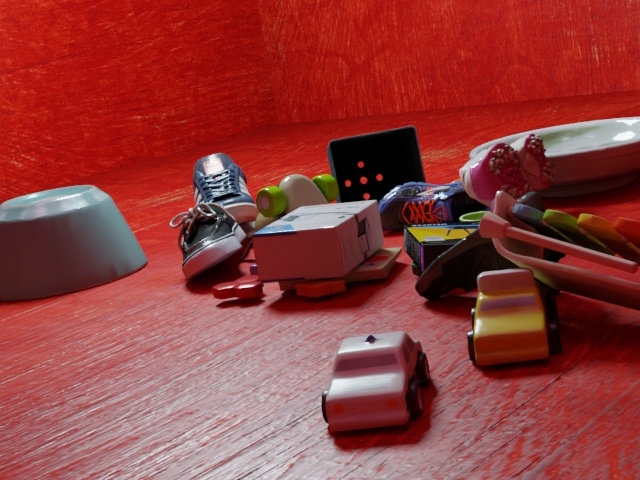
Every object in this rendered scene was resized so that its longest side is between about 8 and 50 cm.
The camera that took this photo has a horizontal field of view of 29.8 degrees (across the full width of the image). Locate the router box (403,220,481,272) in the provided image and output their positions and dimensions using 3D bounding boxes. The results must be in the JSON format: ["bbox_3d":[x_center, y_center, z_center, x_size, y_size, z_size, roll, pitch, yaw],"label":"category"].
[{"bbox_3d":[0.221,0.007,1.747,0.179,0.046,0.133,-2,14,-8],"label":"router box"}]

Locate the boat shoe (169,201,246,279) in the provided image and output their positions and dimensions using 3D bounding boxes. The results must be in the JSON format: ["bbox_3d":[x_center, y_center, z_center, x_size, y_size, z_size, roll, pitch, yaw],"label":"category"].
[{"bbox_3d":[-0.196,-0.014,2.081,0.113,0.105,0.306,-31,6,11],"label":"boat shoe"}]

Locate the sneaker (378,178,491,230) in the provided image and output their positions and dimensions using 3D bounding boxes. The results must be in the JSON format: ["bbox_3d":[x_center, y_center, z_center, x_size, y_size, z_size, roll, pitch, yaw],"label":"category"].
[{"bbox_3d":[0.204,-0.063,2.132,0.221,0.083,0.087,-14,19,-2],"label":"sneaker"}]

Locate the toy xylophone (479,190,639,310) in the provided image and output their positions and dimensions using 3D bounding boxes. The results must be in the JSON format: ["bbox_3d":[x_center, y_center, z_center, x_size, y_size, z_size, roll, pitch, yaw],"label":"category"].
[{"bbox_3d":[0.318,0.013,1.321,0.323,0.081,0.236,16,-9,35],"label":"toy xylophone"}]

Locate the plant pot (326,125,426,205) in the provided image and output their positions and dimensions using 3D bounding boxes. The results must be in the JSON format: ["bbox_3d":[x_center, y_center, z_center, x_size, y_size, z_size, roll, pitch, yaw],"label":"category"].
[{"bbox_3d":[0.100,-0.119,2.314,0.166,0.165,0.234,-11,3,-4],"label":"plant pot"}]

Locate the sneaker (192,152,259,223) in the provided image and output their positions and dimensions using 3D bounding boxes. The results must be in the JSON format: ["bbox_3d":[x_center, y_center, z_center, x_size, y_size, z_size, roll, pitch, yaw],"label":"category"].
[{"bbox_3d":[-0.202,-0.099,2.397,0.131,0.148,0.350,-13,4,-8],"label":"sneaker"}]

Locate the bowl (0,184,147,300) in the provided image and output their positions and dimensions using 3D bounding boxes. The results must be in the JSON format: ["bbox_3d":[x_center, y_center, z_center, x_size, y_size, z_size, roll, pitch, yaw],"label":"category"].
[{"bbox_3d":[-0.491,-0.006,2.236,0.312,0.163,0.311,-10,12,2],"label":"bowl"}]

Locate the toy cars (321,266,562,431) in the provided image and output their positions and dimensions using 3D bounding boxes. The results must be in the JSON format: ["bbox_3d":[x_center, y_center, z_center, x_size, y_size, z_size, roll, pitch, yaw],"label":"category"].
[{"bbox_3d":[0.135,0.102,1.305,0.394,0.087,0.176,-18,13,-37],"label":"toy cars"}]

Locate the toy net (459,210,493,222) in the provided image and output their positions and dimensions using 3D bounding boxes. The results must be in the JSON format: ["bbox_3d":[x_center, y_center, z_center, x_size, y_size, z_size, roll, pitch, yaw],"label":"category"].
[{"bbox_3d":[0.317,-0.041,1.998,0.122,0.045,0.232,-5,11,24],"label":"toy net"}]

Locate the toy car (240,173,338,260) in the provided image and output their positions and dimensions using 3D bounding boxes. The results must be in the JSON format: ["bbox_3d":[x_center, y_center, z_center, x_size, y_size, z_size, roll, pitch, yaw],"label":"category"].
[{"bbox_3d":[-0.059,-0.014,2.091,0.155,0.149,0.188,-15,-17,-43],"label":"toy car"}]

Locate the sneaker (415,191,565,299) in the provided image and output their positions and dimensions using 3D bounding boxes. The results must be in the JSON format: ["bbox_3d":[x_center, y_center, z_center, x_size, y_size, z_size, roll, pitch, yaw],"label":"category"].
[{"bbox_3d":[0.227,0.045,1.566,0.227,0.130,0.087,-36,-5,35],"label":"sneaker"}]

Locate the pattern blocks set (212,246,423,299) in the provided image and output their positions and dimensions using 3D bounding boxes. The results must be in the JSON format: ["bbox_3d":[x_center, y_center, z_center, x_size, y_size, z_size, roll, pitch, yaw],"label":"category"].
[{"bbox_3d":[0.027,0.045,1.858,0.325,0.026,0.285,-4,12,26],"label":"pattern blocks set"}]

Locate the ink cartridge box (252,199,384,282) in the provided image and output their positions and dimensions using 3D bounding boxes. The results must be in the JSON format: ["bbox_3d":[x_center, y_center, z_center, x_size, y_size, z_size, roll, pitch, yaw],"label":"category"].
[{"bbox_3d":[0.000,0.000,1.830,0.140,0.082,0.191,-5,13,23],"label":"ink cartridge box"}]

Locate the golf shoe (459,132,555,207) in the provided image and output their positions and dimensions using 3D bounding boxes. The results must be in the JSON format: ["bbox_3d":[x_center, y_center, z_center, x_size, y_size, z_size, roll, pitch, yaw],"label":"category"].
[{"bbox_3d":[0.284,-0.098,1.981,0.140,0.115,0.306,-18,0,28],"label":"golf shoe"}]

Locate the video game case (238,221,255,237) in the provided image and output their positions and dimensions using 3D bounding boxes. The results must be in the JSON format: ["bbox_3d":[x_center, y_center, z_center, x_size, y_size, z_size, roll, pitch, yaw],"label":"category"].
[{"bbox_3d":[-0.140,-0.024,2.412,0.087,0.011,0.122,-2,13,37],"label":"video game case"}]

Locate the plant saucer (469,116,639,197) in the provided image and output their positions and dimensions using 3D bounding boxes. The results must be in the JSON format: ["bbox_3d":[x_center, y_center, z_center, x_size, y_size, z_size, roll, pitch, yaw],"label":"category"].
[{"bbox_3d":[0.486,-0.151,2.274,0.401,0.100,0.400,-9,10,2],"label":"plant saucer"}]
